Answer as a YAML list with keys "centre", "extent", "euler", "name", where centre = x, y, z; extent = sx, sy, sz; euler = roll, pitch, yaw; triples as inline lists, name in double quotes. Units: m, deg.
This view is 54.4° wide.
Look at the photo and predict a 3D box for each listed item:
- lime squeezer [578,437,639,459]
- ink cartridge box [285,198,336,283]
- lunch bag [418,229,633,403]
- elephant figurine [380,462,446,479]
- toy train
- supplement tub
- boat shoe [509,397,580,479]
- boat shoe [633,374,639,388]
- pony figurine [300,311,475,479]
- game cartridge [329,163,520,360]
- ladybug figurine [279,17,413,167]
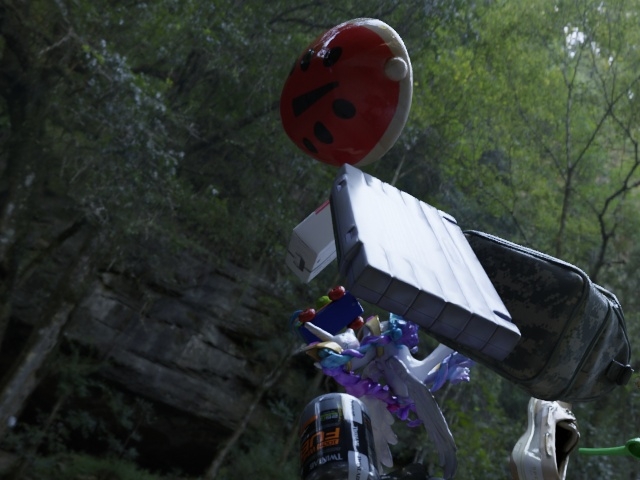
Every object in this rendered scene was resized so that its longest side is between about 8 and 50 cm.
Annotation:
- centre: [0.724, 0.433, 1.377]
  extent: [0.310, 0.110, 0.059]
  euler: [-33, -66, 19]
  name: "lime squeezer"
- centre: [0.000, 0.000, 1.589]
  extent: [0.092, 0.158, 0.218]
  euler: [45, -21, 9]
  name: "ink cartridge box"
- centre: [0.350, 0.142, 1.073]
  extent: [0.256, 0.213, 0.305]
  euler: [35, -6, -38]
  name: "lunch bag"
- centre: [0.139, 0.508, 1.032]
  extent: [0.186, 0.169, 0.239]
  euler: [24, -56, 39]
  name: "elephant figurine"
- centre: [0.041, 0.154, 1.470]
  extent: [0.105, 0.248, 0.143]
  euler: [59, -20, -11]
  name: "toy train"
- centre: [0.028, 0.332, 0.930]
  extent: [0.117, 0.190, 0.117]
  euler: [-1, -62, -3]
  name: "supplement tub"
- centre: [0.466, 0.384, 1.236]
  extent: [0.098, 0.302, 0.109]
  euler: [-20, -82, 37]
  name: "boat shoe"
- centre: [0.672, 0.276, 1.210]
  extent: [0.056, 0.048, 0.153]
  euler: [-4, -20, -19]
  name: "boat shoe"
- centre: [0.153, 0.263, 1.219]
  extent: [0.303, 0.363, 0.351]
  euler: [-31, -96, 49]
  name: "pony figurine"
- centre: [0.125, 0.013, 0.887]
  extent: [0.230, 0.355, 0.068]
  euler: [21, -67, -12]
  name: "game cartridge"
- centre: [0.035, -0.306, 1.338]
  extent: [0.449, 0.162, 0.305]
  euler: [-16, -93, 65]
  name: "ladybug figurine"
